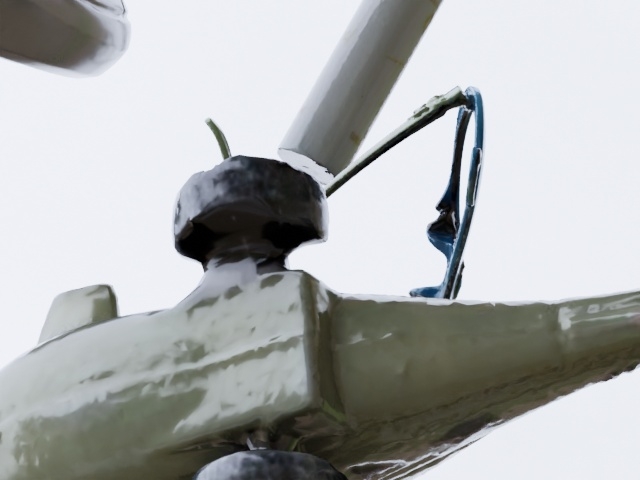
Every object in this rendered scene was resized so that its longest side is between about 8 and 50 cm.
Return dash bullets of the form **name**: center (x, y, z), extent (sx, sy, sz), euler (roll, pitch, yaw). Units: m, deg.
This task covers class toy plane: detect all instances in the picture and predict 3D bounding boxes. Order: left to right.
- **toy plane**: center (0.031, 0.031, 0.404), extent (0.286, 0.092, 0.108), euler (-19, -32, 22)

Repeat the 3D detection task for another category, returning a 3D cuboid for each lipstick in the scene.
- **lipstick**: center (0.051, -0.164, 1.358), extent (0.059, 0.059, 0.264), euler (42, -108, -38)

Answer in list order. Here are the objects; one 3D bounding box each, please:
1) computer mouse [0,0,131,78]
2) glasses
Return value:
- **computer mouse**: center (-0.222, -0.176, 0.843), extent (0.297, 0.184, 0.121), euler (20, -88, 5)
- **glasses**: center (0.018, -0.004, 1.148), extent (0.102, 0.207, 0.239), euler (-12, -58, -59)
